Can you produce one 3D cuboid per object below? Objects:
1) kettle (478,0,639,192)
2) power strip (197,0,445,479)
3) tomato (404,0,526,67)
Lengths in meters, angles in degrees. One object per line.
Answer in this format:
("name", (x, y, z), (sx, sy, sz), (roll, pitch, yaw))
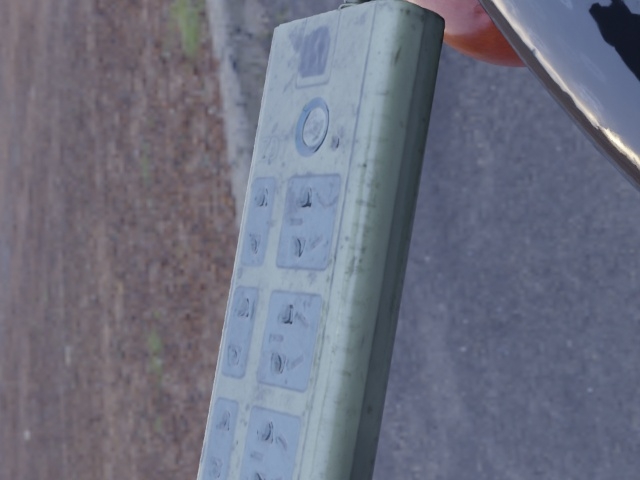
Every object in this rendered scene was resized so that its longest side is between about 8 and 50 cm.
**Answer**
("kettle", (0.246, -0.092, 0.536), (0.207, 0.268, 0.290), (77, 167, -54))
("power strip", (0.000, 0.000, 0.500), (0.092, 0.034, 0.268), (2, 81, 57))
("tomato", (0.164, -0.266, 0.971), (0.224, 0.256, 0.256), (46, 139, 25))
